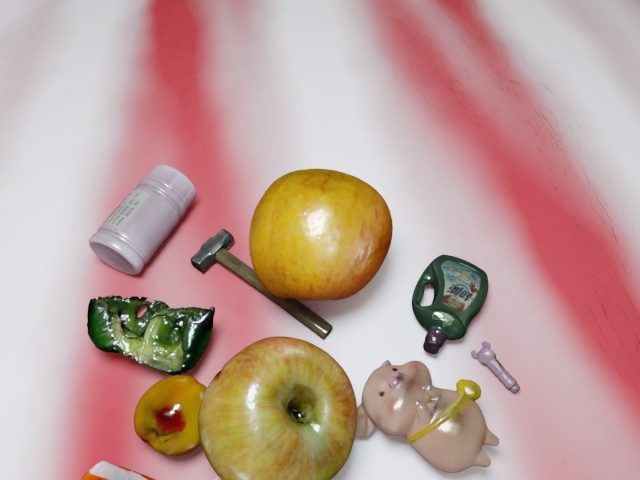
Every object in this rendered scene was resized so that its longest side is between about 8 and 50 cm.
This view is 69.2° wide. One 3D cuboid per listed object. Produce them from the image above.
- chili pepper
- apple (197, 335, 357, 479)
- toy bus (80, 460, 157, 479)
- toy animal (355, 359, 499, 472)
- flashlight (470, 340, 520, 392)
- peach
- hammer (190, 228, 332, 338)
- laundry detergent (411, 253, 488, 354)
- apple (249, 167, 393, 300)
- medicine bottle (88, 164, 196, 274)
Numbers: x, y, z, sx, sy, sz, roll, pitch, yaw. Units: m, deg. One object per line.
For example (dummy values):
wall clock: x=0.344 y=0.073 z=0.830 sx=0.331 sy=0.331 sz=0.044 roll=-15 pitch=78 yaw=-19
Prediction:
chili pepper: x=-0.349 y=0.186 z=0.954 sx=0.264 sy=0.116 sz=0.148 roll=11 pitch=67 yaw=9
apple: x=-0.076 y=0.299 z=0.786 sx=0.264 sy=0.264 sz=0.264 roll=0 pitch=55 yaw=0
toy bus: x=-0.329 y=0.437 z=0.788 sx=0.174 sy=0.079 sz=0.077 roll=15 pitch=48 yaw=11
toy animal: x=0.194 y=0.312 z=0.835 sx=0.248 sy=0.149 sz=0.165 roll=24 pitch=41 yaw=25
flashlight: x=0.358 y=0.257 z=0.938 sx=0.031 sy=0.052 sz=0.110 roll=-9 pitch=53 yaw=-51
peach: x=-0.260 y=0.313 z=0.844 sx=0.138 sy=0.138 sz=0.138 roll=0 pitch=55 yaw=0
hammer: x=-0.128 y=0.104 z=1.043 sx=0.365 sy=0.043 sz=0.111 roll=33 pitch=61 yaw=19
laundry detergent: x=0.263 y=0.139 z=0.996 sx=0.144 sy=0.078 sz=0.222 roll=27 pitch=61 yaw=20
apple: x=0.000 y=0.000 z=0.968 sx=0.299 sy=0.299 sz=0.275 roll=10 pitch=73 yaw=7
medicine bottle: x=-0.412 y=-0.052 z=1.097 sx=0.133 sy=0.133 sz=0.250 roll=21 pitch=58 yaw=14
